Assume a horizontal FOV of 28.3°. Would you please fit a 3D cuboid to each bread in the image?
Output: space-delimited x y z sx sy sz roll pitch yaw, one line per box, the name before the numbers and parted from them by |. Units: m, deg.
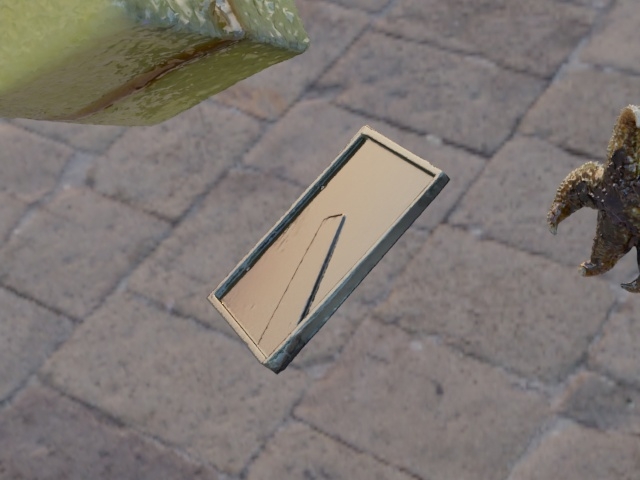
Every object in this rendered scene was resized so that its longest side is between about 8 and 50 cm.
bread | -0.166 -0.204 0.841 0.198 0.263 0.236 -21 84 24

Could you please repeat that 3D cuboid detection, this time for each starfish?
starfish | 0.336 -0.045 1.357 0.216 0.238 0.071 18 46 37

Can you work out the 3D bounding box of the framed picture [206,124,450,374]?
framed picture | 0.000 0.000 1.291 0.260 0.023 0.189 -49 31 -2
